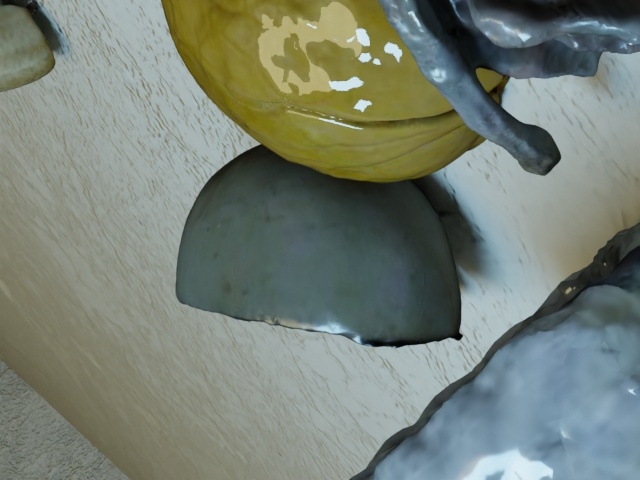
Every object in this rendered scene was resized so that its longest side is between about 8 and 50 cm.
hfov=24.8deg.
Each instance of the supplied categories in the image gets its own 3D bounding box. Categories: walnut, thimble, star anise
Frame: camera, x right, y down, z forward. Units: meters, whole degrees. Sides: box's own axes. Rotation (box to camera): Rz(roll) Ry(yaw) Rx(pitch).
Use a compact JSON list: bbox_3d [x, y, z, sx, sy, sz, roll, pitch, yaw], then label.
[{"bbox_3d":[-0.013,-0.091,0.692,0.211,0.087,0.167,33,161,40],"label":"walnut"},{"bbox_3d":[0.118,0.100,0.577,0.157,0.217,0.245,46,149,4],"label":"thimble"},{"bbox_3d":[0.049,-0.116,0.491,0.231,0.089,0.209,65,166,-14],"label":"star anise"}]

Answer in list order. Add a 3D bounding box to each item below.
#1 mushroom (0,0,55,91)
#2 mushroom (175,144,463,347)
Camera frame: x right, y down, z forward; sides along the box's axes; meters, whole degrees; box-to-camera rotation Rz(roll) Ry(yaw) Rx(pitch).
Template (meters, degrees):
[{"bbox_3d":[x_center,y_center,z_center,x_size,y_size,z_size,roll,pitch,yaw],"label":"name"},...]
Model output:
[{"bbox_3d":[-0.347,-0.200,1.136,0.286,0.151,0.156,46,164,6],"label":"mushroom"},{"bbox_3d":[0.000,0.000,0.815,0.188,0.141,0.117,15,110,44],"label":"mushroom"}]
